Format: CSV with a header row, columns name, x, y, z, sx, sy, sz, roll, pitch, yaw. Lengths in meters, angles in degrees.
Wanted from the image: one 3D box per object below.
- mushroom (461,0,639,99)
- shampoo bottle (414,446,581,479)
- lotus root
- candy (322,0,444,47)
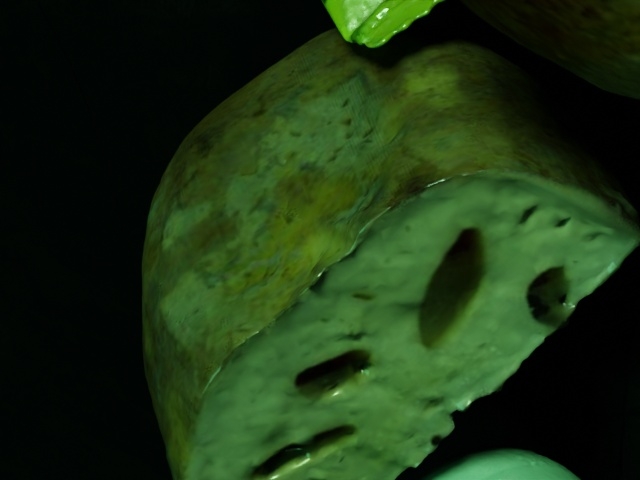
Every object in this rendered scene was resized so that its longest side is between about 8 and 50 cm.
name,x,y,z,sx,sy,sz,roll,pitch,yaw
mushroom,0.134,-0.187,0.794,0.283,0.195,0.263,4,98,58
shampoo bottle,0.148,0.238,0.952,0.349,0.151,0.222,46,141,43
lotus root,0.005,-0.016,1.034,0.267,0.149,0.260,-47,32,22
candy,0.019,-0.173,1.066,0.069,0.149,0.246,46,173,-36
